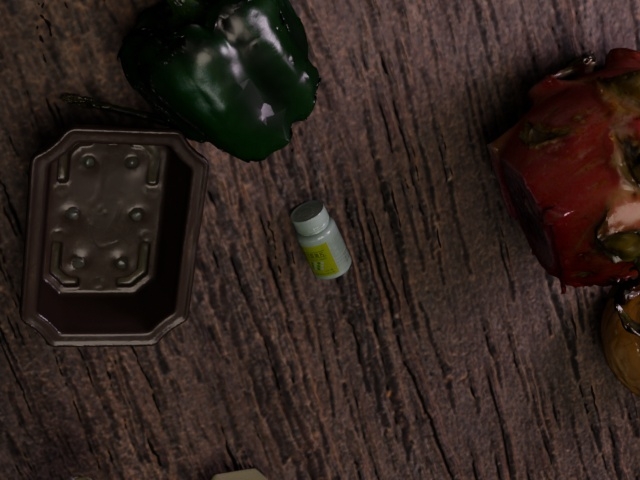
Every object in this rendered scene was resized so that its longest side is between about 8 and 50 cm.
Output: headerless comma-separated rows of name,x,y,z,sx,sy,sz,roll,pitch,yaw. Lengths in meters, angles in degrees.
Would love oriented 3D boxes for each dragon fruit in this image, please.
dragon fruit,0.353,-0.080,1.537,0.291,0.269,0.250,-23,130,-5

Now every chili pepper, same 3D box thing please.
chili pepper,-0.118,-0.198,1.356,0.174,0.165,0.261,-35,126,11

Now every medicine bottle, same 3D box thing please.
medicine bottle,0.000,0.000,1.559,0.047,0.047,0.083,-29,121,-5

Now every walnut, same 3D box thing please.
walnut,0.419,0.122,1.725,0.144,0.144,0.180,-29,129,-5

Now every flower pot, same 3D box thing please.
flower pot,-0.219,-0.017,1.444,0.179,0.084,0.251,1,118,-19

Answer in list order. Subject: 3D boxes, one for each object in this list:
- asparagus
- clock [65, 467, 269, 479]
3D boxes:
asparagus,-0.189,-0.129,1.448,0.166,0.013,0.016,13,98,-26
clock,-0.222,0.380,1.566,0.379,0.120,0.276,3,113,-49
